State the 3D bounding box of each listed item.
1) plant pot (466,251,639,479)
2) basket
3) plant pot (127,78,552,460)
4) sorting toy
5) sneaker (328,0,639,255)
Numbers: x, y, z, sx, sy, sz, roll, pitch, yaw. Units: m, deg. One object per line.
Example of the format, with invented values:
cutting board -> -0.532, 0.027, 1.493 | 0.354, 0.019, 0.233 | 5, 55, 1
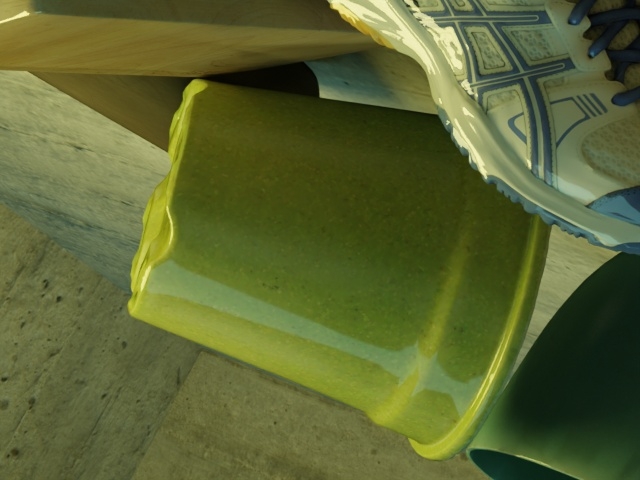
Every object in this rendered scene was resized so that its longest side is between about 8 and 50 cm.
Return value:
plant pot -> 0.304, 0.138, 1.149 | 0.293, 0.235, 0.293 | 27, 166, 7
basket -> -0.118, -0.148, 1.122 | 0.227, 0.154, 0.204 | 34, 169, -40
plant pot -> 0.000, 0.000, 1.025 | 0.254, 0.276, 0.276 | 15, 169, -10
sorting toy -> -0.110, -0.158, 0.840 | 0.256, 0.089, 0.257 | -3, -178, -36
sneaker -> 0.106, -0.117, 0.678 | 0.296, 0.112, 0.131 | 44, 138, 18
